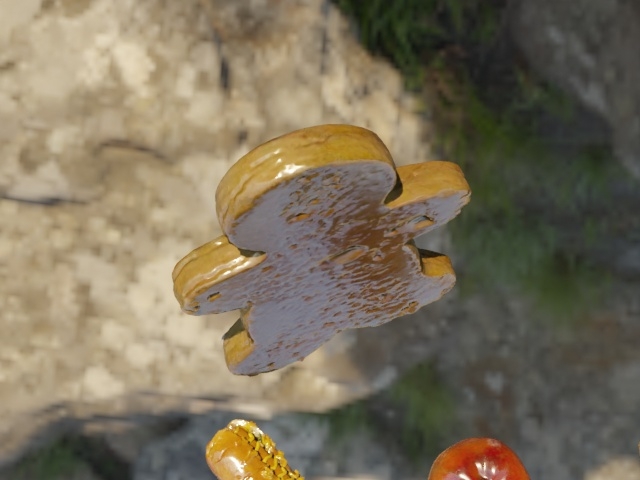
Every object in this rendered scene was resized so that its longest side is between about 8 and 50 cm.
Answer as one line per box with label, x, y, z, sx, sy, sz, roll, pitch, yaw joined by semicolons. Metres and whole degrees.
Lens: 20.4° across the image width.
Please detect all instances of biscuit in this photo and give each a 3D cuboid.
biscuit;0.000;0.000;1.135;0.197;0.049;0.301;-24;158;-2

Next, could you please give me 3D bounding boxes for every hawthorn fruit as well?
hawthorn fruit;0.114;0.187;1.331;0.081;0.081;0.093;8;176;-9

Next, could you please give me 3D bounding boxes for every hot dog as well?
hot dog;-0.030;0.221;1.492;0.045;0.165;0.071;-45;174;17

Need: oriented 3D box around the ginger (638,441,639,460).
ginger;0.361;0.319;1.761;0.065;0.299;0.118;-16;-163;-4
